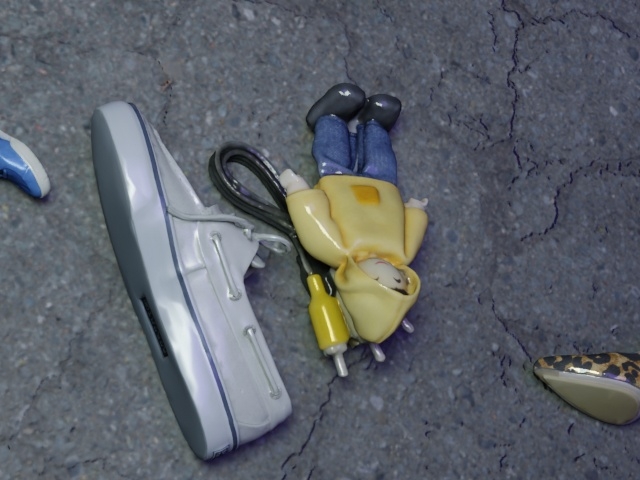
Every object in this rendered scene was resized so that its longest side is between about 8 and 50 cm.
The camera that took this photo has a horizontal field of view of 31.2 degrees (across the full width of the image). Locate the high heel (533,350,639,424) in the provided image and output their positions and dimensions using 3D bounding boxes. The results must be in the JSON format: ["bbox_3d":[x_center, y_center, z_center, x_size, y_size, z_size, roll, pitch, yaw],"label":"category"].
[{"bbox_3d":[0.373,0.123,1.356,0.261,0.093,0.186,14,54,-8],"label":"high heel"}]

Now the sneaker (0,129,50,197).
[{"bbox_3d":[-0.345,-0.080,1.129,0.152,0.058,0.084,44,60,-1],"label":"sneaker"}]

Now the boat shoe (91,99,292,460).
[{"bbox_3d":[-0.109,0.023,1.154,0.156,0.136,0.367,-19,87,-24],"label":"boat shoe"}]

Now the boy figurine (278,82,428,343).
[{"bbox_3d":[0.039,-0.030,1.199,0.177,0.092,0.285,16,50,-25],"label":"boy figurine"}]

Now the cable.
[{"bbox_3d":[0.000,0.000,1.235,0.139,0.072,0.287,-30,89,-29],"label":"cable"}]
